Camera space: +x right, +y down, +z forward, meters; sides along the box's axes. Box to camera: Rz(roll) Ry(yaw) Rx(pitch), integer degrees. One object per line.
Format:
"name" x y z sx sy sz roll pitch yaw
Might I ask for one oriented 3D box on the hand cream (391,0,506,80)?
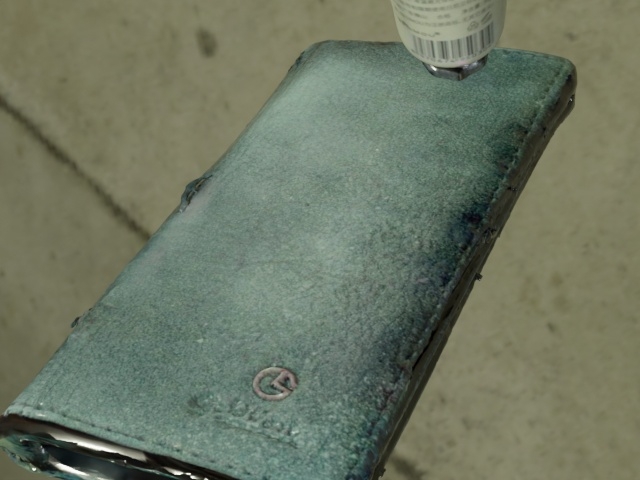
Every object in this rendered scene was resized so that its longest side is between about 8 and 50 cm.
"hand cream" 0.051 -0.138 0.655 0.234 0.080 0.050 74 -171 -67

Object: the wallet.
"wallet" 0.000 0.000 0.836 0.190 0.379 0.046 10 131 22
